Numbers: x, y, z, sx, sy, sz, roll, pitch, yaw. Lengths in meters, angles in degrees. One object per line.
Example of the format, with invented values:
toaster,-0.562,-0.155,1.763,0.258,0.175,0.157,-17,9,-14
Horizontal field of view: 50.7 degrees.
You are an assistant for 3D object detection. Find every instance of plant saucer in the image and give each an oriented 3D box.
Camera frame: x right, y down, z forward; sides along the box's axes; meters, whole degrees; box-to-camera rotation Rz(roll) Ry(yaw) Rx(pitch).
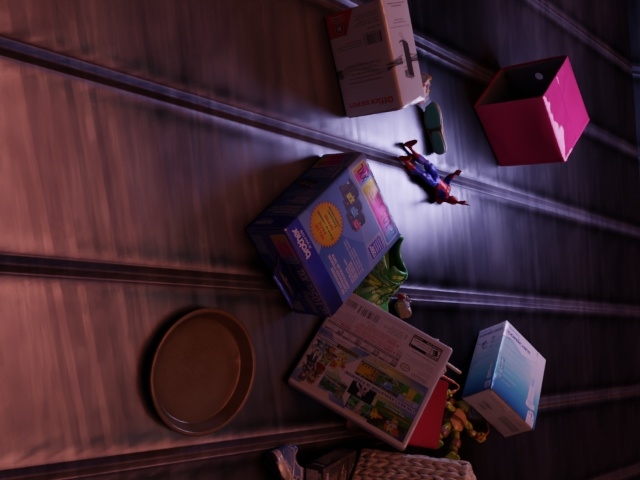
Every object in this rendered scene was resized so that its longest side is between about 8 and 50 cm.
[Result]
plant saucer,-0.260,0.285,1.483,0.277,0.041,0.278,-1,92,-44

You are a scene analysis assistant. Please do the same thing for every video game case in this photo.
video game case,0.131,0.320,1.719,0.300,0.329,0.036,-56,171,-28

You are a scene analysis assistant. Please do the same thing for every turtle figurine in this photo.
turtle figurine,0.411,0.566,2.115,0.269,0.087,0.217,51,48,-13

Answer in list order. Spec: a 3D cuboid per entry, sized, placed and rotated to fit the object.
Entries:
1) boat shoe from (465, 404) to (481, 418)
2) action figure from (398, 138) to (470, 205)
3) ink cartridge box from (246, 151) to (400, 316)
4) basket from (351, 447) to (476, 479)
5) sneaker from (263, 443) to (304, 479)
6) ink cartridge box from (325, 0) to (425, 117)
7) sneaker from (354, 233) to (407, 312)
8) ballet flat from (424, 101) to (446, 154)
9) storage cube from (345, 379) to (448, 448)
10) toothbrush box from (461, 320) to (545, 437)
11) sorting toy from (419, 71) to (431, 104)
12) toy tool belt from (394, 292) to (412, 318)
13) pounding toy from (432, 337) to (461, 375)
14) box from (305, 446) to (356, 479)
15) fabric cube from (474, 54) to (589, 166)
boat shoe,0.609,0.543,2.304,0.302,0.094,0.109,-17,102,-43
action figure,0.367,-0.190,2.039,0.280,0.139,0.091,42,63,-39
ink cartridge box,0.000,0.000,1.666,0.395,0.151,0.270,-46,120,-33
basket,0.252,0.739,1.736,0.328,0.331,0.266,64,37,-37
sneaker,-0.068,0.597,1.646,0.081,0.080,0.211,-24,108,-39
ink cartridge box,0.143,-0.473,1.766,0.114,0.197,0.273,-24,107,-42
sneaker,0.169,0.110,1.846,0.109,0.123,0.296,8,86,-45
ballet flat,0.355,-0.347,2.089,0.052,0.057,0.168,-52,133,-65
storage cube,0.211,0.454,1.849,0.193,0.183,0.215,23,73,-44
toothbrush box,0.599,0.445,2.188,0.216,0.126,0.295,43,45,-15
sorting toy,0.312,-0.455,2.052,0.083,0.044,0.075,-51,143,-31
toy tool belt,0.242,0.184,1.979,0.051,0.052,0.083,-63,141,-66
pounding toy,0.317,0.350,1.982,0.100,0.141,0.130,-31,112,-41
box,0.028,0.667,1.725,0.183,0.056,0.231,1,90,-62
fabric cube,0.724,-0.436,2.302,0.259,0.254,0.258,-52,123,-32
